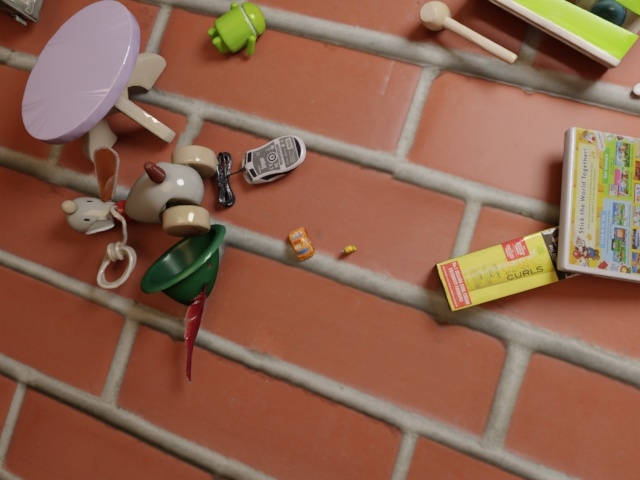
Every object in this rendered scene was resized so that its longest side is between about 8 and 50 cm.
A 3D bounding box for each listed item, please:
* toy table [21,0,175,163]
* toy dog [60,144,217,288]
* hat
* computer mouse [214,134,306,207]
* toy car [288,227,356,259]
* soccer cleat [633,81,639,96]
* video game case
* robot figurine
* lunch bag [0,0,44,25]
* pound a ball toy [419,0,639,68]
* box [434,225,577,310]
[{"bbox_3d":[-0.404,-0.281,0.881,0.274,0.161,0.252,-46,74,2],"label":"toy table"},{"bbox_3d":[-0.344,-0.076,0.838,0.333,0.161,0.220,-29,65,10],"label":"toy dog"},{"bbox_3d":[-0.214,0.101,0.876,0.208,0.173,0.184,-34,116,-1],"label":"hat"},{"bbox_3d":[-0.111,-0.138,0.880,0.192,0.042,0.106,-16,77,15],"label":"computer mouse"},{"bbox_3d":[0.000,0.000,0.843,0.121,0.040,0.060,-8,83,11],"label":"toy car"},{"bbox_3d":[0.554,-0.255,0.756,0.083,0.035,0.029,-8,83,10],"label":"soccer cleat"},{"bbox_3d":[0.474,-0.050,0.723,0.206,0.026,0.227,9,81,-4],"label":"video game case"},{"bbox_3d":[-0.156,-0.409,0.898,0.115,0.067,0.101,-30,72,7],"label":"robot figurine"},{"bbox_3d":[-0.650,-0.631,0.957,0.255,0.212,0.305,25,91,-4],"label":"lunch bag"},{"bbox_3d":[0.357,-0.387,0.778,0.319,0.135,0.208,35,120,11],"label":"pound a ball toy"},{"bbox_3d":[0.313,0.043,0.766,0.232,0.058,0.087,-17,83,10],"label":"box"}]
